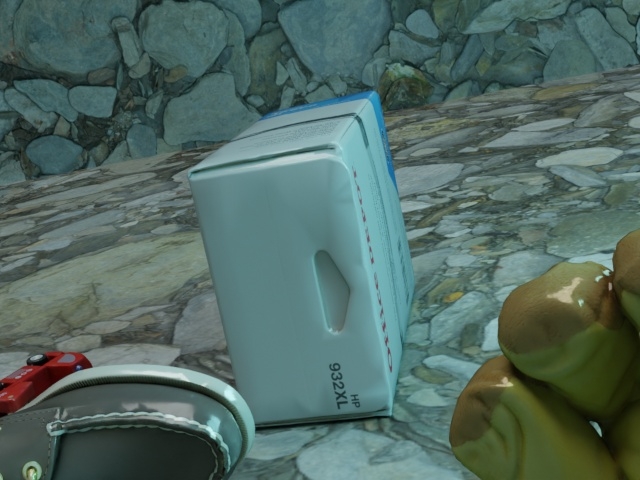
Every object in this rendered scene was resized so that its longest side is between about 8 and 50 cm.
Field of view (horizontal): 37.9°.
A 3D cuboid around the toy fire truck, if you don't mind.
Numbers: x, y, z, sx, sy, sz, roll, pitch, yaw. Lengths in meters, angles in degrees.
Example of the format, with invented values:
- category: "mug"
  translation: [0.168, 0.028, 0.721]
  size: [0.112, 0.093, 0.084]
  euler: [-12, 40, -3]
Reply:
- category: "toy fire truck"
  translation: [-0.244, 0.151, 0.812]
  size: [0.135, 0.047, 0.192]
  euler: [-3, 15, 26]

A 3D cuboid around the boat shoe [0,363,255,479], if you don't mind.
- category: "boat shoe"
  translation: [-0.202, 0.163, 0.608]
  size: [0.324, 0.117, 0.097]
  euler: [-12, 18, 13]

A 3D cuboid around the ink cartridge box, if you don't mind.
- category: "ink cartridge box"
  translation: [0.000, 0.000, 0.856]
  size: [0.129, 0.223, 0.307]
  euler: [-9, 15, 11]

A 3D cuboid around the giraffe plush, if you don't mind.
- category: "giraffe plush"
  translation: [0.192, 0.088, 0.479]
  size: [0.181, 0.210, 0.170]
  euler: [-31, -3, 31]
